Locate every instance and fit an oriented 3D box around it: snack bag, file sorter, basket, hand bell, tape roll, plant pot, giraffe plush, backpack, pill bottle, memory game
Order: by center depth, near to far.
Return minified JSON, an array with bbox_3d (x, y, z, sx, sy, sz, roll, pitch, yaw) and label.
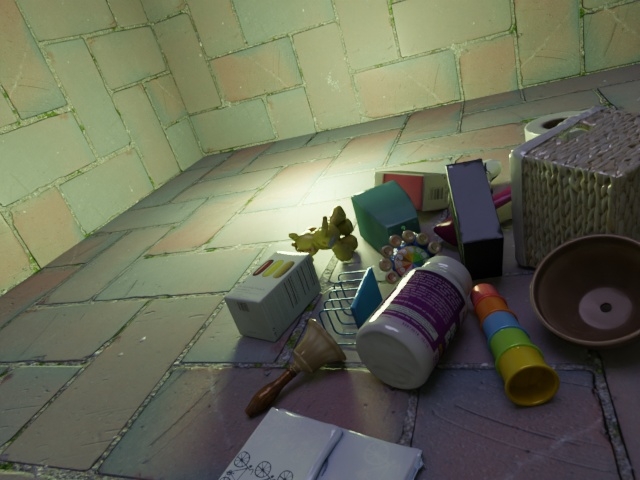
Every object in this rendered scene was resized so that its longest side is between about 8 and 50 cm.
[{"bbox_3d":[-0.036,0.438,0.770,0.343,0.037,0.323,2,31,35],"label":"snack bag"},{"bbox_3d":[0.554,0.114,0.910,0.237,0.110,0.237,-25,45,27],"label":"plant pot"},{"bbox_3d":[0.220,0.163,1.007,0.169,0.169,0.301,5,34,40],"label":"pill bottle"},{"bbox_3d":[-0.071,0.301,1.029,0.242,0.126,0.126,-40,31,-15],"label":"hand bell"},{"bbox_3d":[0.662,-0.104,1.080,0.328,0.331,0.266,-27,29,-19],"label":"basket"},{"bbox_3d":[0.079,0.168,1.155,0.104,0.118,0.170,-9,26,26],"label":"file sorter"},{"bbox_3d":[0.251,0.058,1.245,0.186,0.012,0.186,-1,70,2],"label":"memory game"},{"bbox_3d":[0.255,0.043,1.315,0.120,0.101,0.098,-23,19,-3],"label":"backpack"},{"bbox_3d":[0.226,-0.062,1.480,0.165,0.165,0.234,-21,28,-6],"label":"plant pot"},{"bbox_3d":[0.000,0.000,1.504,0.170,0.181,0.210,-17,5,31],"label":"giraffe plush"},{"bbox_3d":[0.855,-0.336,1.611,0.246,0.169,0.246,-15,26,7],"label":"tape roll"}]

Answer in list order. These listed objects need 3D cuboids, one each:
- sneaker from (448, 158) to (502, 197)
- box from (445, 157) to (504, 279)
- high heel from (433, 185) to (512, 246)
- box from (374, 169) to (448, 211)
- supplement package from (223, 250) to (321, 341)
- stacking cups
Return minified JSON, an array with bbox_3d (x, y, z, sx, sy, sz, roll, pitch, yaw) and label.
[{"bbox_3d":[0.579,-0.202,1.610,0.235,0.094,0.153,-25,27,-14],"label":"sneaker"},{"bbox_3d":[0.402,-0.054,1.205,0.103,0.184,0.261,-11,53,16],"label":"box"},{"bbox_3d":[0.519,-0.111,1.409,0.377,0.127,0.181,-37,42,-29],"label":"high heel"},{"bbox_3d":[0.324,-0.183,1.654,0.149,0.126,0.232,-9,15,-38],"label":"box"},{"bbox_3d":[-0.128,0.150,1.303,0.139,0.133,0.244,2,31,35],"label":"supplement package"},{"bbox_3d":[0.371,0.189,0.945,0.096,0.096,0.316,-15,24,6],"label":"stacking cups"}]
